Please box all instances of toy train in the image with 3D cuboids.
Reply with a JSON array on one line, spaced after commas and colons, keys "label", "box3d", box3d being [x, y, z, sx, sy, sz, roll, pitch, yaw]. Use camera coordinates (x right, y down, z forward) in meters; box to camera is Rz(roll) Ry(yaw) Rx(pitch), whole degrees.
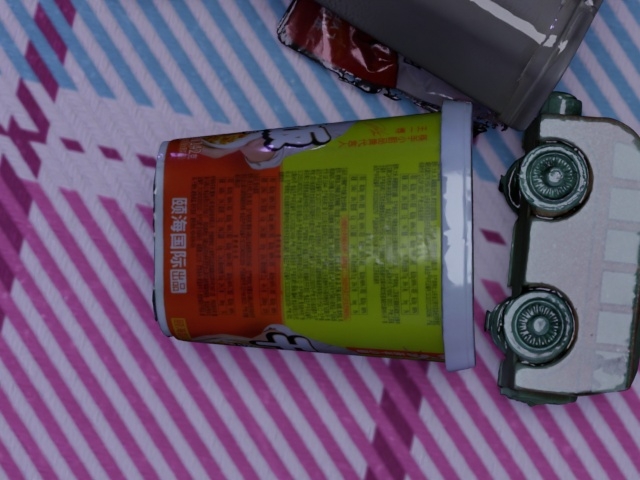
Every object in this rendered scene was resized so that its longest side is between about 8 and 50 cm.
[{"label": "toy train", "box3d": [0.259, 0.011, 1.783, 0.159, 0.129, 0.326, 6, 86, -5]}]

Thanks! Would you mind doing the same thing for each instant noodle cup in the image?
[{"label": "instant noodle cup", "box3d": [0.000, 0.000, 1.724, 0.308, 0.294, 0.293, -1, 85, 6]}]

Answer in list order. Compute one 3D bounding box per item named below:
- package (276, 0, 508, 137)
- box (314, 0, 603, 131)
[{"label": "package", "box3d": [0.110, -0.232, 1.833, 0.269, 0.071, 0.194, 28, 81, 10]}, {"label": "box", "box3d": [0.148, -0.349, 1.736, 0.344, 0.177, 0.352, 31, 68, 1]}]
